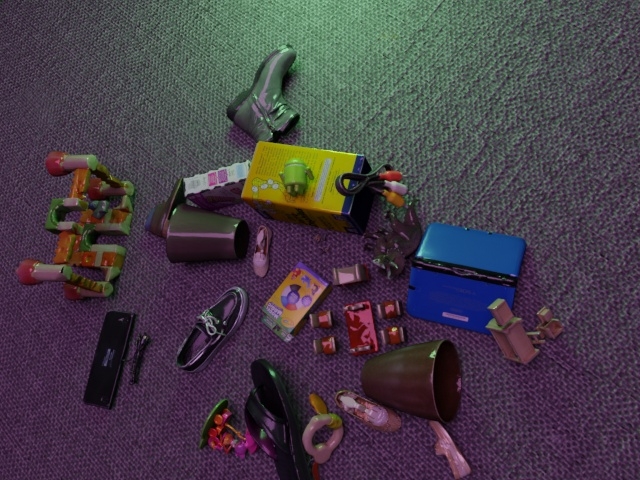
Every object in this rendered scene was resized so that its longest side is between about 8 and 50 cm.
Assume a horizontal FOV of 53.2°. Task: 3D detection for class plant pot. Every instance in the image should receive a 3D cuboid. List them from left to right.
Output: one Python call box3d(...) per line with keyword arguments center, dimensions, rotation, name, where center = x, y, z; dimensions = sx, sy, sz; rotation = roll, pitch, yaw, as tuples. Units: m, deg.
box3d(center=(0.236, 0.374, 1.727), dimensions=(0.230, 0.215, 0.216), rotation=(-5, 71, 31), name="plant pot")

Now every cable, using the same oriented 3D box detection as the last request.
box3d(center=(0.156, -0.174, 1.826), dimensions=(0.072, 0.287, 0.140), rotation=(-14, 74, 40), name="cable")

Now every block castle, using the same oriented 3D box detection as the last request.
box3d(center=(-0.818, -0.043, 2.135), dimensions=(0.212, 0.303, 0.454), rotation=(0, 72, 19), name="block castle")

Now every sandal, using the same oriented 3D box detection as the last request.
box3d(center=(-0.132, 0.540, 1.783), dimensions=(0.107, 0.167, 0.446), rotation=(-7, 62, -29), name="sandal")

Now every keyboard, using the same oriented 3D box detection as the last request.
box3d(center=(-0.660, 0.390, 2.092), dimensions=(0.201, 0.033, 0.317), rotation=(4, 75, 26), name="keyboard")

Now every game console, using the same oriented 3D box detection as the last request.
box3d(center=(0.418, 0.106, 1.836), dimensions=(0.293, 0.173, 0.250), rotation=(11, 108, 21), name="game console")

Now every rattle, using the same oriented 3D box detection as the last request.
box3d(center=(-0.023, 0.563, 1.813), dimensions=(0.142, 0.130, 0.200), rotation=(25, 113, 40), name="rattle")

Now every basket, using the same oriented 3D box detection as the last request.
box3d(center=(-0.358, -0.013, 2.062), dimensions=(0.226, 0.154, 0.205), rotation=(6, 71, 16), name="basket")

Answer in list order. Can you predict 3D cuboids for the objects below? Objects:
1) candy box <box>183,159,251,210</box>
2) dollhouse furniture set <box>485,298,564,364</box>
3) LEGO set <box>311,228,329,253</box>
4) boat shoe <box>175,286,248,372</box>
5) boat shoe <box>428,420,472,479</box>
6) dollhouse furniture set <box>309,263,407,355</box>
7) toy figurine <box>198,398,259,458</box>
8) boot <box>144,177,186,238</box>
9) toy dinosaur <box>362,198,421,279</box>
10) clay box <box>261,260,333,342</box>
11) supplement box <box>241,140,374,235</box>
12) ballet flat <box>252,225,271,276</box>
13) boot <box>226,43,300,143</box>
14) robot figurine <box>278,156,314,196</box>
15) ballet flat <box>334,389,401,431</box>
box3d(center=(-0.306, -0.175, 2.089), dimensions=(0.233, 0.159, 0.071), rotation=(-15, 70, 14), name="candy box")
box3d(center=(0.526, 0.202, 1.700), dimensions=(0.161, 0.101, 0.182), rotation=(-36, 103, -18), name="dollhouse furniture set")
box3d(center=(-0.002, 0.002, 2.012), dimensions=(0.054, 0.023, 0.083), rotation=(-16, 82, 15), name="LEGO set")
box3d(center=(-0.344, 0.270, 1.986), dimensions=(0.113, 0.105, 0.306), rotation=(39, 87, 24), name="boat shoe")
box3d(center=(0.332, 0.553, 1.698), dimensions=(0.059, 0.063, 0.170), rotation=(-33, 66, -1), name="boat shoe")
box3d(center=(0.110, 0.203, 1.870), dimensions=(0.261, 0.135, 0.259), rotation=(-11, 81, 15), name="dollhouse furniture set")
box3d(center=(-0.255, 0.578, 1.866), dimensions=(0.159, 0.130, 0.173), rotation=(28, 105, 14), name="toy figurine")
box3d(center=(-0.532, -0.118, 2.187), dimensions=(0.106, 0.082, 0.219), rotation=(10, 78, 18), name="boot")
box3d(center=(0.225, 0.002, 1.896), dimensions=(0.160, 0.121, 0.313), rotation=(32, 53, 21), name="toy dinosaur")
box3d(center=(-0.080, 0.189, 1.955), dimensions=(0.127, 0.053, 0.222), rotation=(36, 86, 25), name="clay box")
box3d(center=(-0.029, -0.160, 1.975), dimensions=(0.356, 0.194, 0.195), rotation=(11, 76, 21), name="supplement box")
box3d(center=(-0.193, 0.032, 2.043), dimensions=(0.057, 0.052, 0.168), rotation=(-1, 73, 17), name="ballet flat")
box3d(center=(-0.142, -0.478, 2.173), dimensions=(0.222, 0.118, 0.338), rotation=(42, 100, 22), name="boot")
box3d(center=(-0.073, -0.187, 1.853), dimensions=(0.101, 0.067, 0.115), rotation=(-10, 70, 24), name="robot figurine")
box3d(center=(0.126, 0.478, 1.787), dimensions=(0.206, 0.067, 0.073), rotation=(17, 79, 22), name="ballet flat")
